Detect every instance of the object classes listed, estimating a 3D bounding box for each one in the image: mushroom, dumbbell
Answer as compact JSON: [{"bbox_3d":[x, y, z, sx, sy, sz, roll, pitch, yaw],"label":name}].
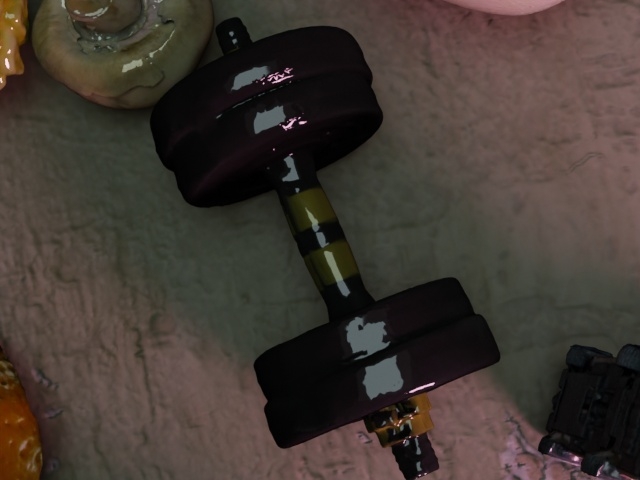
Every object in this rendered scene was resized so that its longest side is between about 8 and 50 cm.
[{"bbox_3d":[-0.168,-0.187,0.844,0.154,0.122,0.154,-2,76,9],"label":"mushroom"},{"bbox_3d":[0.000,0.000,0.775,0.185,0.185,0.388,-23,80,0],"label":"dumbbell"}]

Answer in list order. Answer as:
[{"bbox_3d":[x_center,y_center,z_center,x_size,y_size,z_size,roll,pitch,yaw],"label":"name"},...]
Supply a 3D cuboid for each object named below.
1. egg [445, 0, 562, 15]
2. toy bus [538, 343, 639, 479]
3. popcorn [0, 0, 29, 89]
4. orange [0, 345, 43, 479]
[{"bbox_3d":[0.135,-0.301,0.826,0.264,0.174,0.286,-28,54,2],"label":"egg"},{"bbox_3d":[0.227,0.128,0.697,0.106,0.268,0.092,17,83,1],"label":"toy bus"},{"bbox_3d":[-0.313,-0.211,0.841,0.168,0.173,0.195,33,80,21],"label":"popcorn"},{"bbox_3d":[-0.393,0.189,0.787,0.335,0.196,0.262,13,96,-1],"label":"orange"}]
